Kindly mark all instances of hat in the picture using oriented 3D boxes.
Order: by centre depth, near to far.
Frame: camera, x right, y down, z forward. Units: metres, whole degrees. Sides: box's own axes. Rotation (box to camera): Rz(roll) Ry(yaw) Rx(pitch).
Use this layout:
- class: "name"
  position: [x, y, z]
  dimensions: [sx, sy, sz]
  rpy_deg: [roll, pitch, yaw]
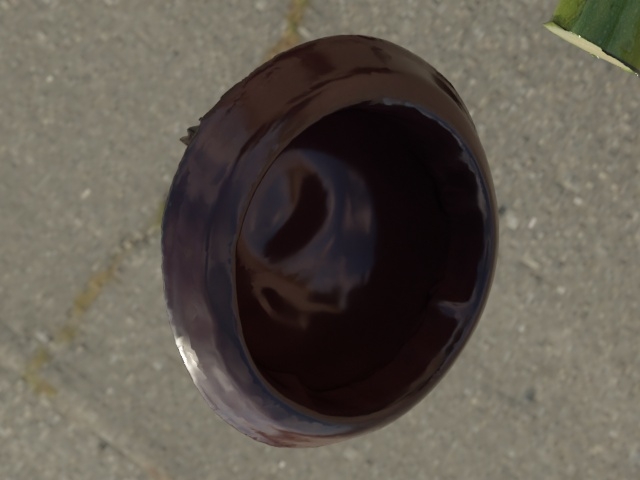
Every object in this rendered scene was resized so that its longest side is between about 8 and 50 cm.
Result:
- class: "hat"
  position: [0.000, 0.000, 0.745]
  dimensions: [0.089, 0.205, 0.205]
  rpy_deg: [21, 144, 52]

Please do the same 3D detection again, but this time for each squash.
- class: "squash"
  position: [0.266, -0.238, 1.271]
  dimensions: [0.095, 0.095, 0.188]
  rpy_deg: [28, 96, 9]
